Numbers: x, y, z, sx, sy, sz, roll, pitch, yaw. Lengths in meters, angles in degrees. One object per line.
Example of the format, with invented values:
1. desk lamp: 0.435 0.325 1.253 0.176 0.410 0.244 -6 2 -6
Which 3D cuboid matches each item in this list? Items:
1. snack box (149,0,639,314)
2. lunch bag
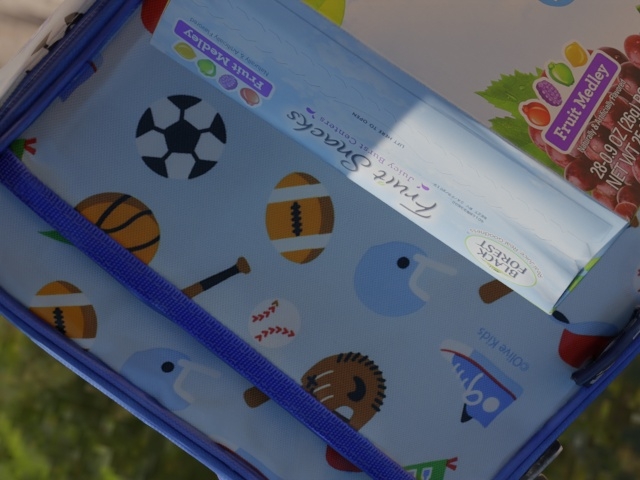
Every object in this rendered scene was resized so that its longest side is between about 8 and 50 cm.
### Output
1. snack box: 0.065 -0.102 0.734 0.174 0.207 0.070 35 140 2
2. lunch bag: 0.000 0.000 0.868 0.303 0.243 0.115 41 -171 -20
